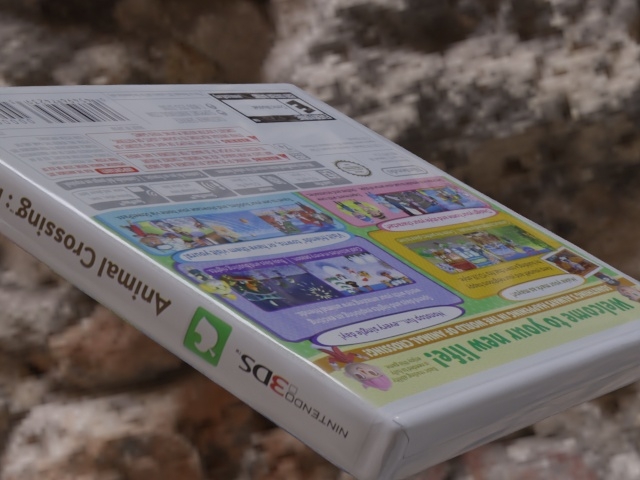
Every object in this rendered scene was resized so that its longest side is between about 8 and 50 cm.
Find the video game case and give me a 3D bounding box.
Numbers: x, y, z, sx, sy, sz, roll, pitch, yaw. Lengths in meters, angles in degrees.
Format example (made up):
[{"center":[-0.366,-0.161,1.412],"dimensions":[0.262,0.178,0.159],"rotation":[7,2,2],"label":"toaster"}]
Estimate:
[{"center":[0.000,0.000,0.526],"dimensions":[0.193,0.023,0.212],"rotation":[32,21,26],"label":"video game case"}]
